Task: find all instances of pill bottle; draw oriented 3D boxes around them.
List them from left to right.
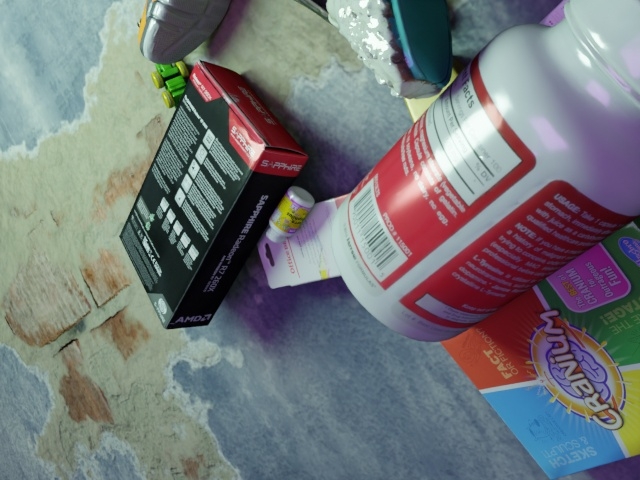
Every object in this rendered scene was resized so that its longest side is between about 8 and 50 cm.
[{"bbox_3d":[-0.047,-0.036,0.857,0.043,0.043,0.083,42,117,14],"label":"pill bottle"},{"bbox_3d":[0.207,-0.074,0.637,0.229,0.229,0.407,51,131,8],"label":"pill bottle"}]

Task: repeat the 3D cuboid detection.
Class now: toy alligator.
[{"bbox_3d":[-0.257,-0.280,0.987,0.189,0.056,0.051,62,162,2],"label":"toy alligator"}]

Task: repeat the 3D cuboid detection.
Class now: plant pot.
[{"bbox_3d":[0.151,-0.202,0.760,0.081,0.082,0.083,-35,74,32],"label":"plant pot"}]

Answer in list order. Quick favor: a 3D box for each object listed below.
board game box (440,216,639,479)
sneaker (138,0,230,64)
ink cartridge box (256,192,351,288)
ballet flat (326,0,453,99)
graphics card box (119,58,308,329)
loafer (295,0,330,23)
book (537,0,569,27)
[{"bbox_3d":[0.331,0.139,0.712,0.242,0.064,0.316,51,135,8],"label":"board game box"},{"bbox_3d":[-0.219,-0.441,0.893,0.180,0.125,0.321,40,108,20],"label":"sneaker"},{"bbox_3d":[0.000,0.000,0.904,0.198,0.067,0.115,-14,94,31],"label":"ink cartridge box"},{"bbox_3d":[0.070,-0.316,0.681,0.147,0.147,0.408,-13,63,31],"label":"ballet flat"},{"bbox_3d":[-0.189,-0.063,0.940,0.232,0.094,0.370,52,122,32],"label":"graphics card box"},{"bbox_3d":[0.021,-0.334,0.792,0.268,0.084,0.096,30,115,20],"label":"loafer"},{"bbox_3d":[0.306,-0.281,0.638,0.035,0.096,0.144,51,121,8],"label":"book"}]
